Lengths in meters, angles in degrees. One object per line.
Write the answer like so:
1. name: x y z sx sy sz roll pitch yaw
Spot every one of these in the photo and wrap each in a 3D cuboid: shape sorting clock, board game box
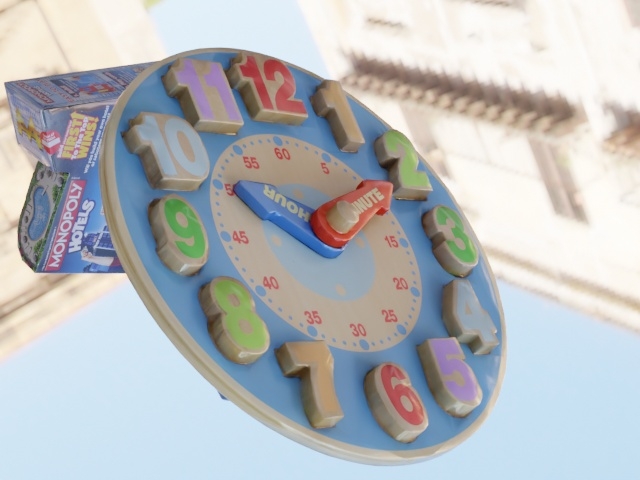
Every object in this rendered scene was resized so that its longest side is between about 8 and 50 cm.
1. shape sorting clock: 0.000 0.000 0.654 0.040 0.206 0.206 -48 -170 35
2. board game box: -0.194 -0.069 1.328 0.060 0.194 0.194 33 -161 37
